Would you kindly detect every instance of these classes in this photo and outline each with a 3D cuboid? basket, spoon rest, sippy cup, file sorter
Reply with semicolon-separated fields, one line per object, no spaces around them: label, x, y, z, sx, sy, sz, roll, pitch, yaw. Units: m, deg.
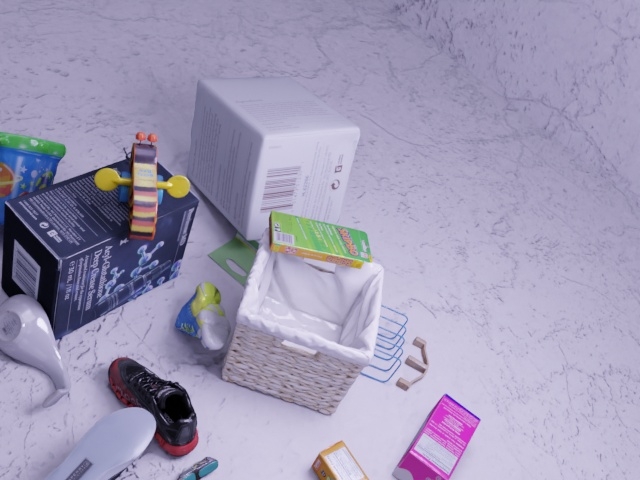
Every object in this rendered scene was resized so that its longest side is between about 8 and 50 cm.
basket;-0.045;0.195;1.784;0.328;0.266;0.331;20;42;-5
spoon rest;-0.632;0.242;1.588;0.276;0.137;0.084;52;6;19
sippy cup;-0.777;-0.151;1.810;0.240;0.224;0.305;11;3;40
file sorter;0.161;0.272;1.914;0.105;0.118;0.170;24;41;-5

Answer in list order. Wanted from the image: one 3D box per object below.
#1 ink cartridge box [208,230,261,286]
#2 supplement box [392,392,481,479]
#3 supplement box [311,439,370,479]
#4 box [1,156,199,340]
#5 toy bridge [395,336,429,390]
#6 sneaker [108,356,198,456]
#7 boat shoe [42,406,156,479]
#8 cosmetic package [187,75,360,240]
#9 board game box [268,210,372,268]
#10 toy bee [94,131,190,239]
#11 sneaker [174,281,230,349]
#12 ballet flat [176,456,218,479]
ink cartridge box;-0.179;0.025;2.063;0.171;0.056;0.235;39;41;16
supplement box;0.281;0.495;1.737;0.114;0.111;0.220;36;43;12
supplement box;0.076;0.565;1.593;0.080;0.078;0.233;-15;53;-32
box;-0.529;0.006;1.735;0.212;0.293;0.395;41;44;18
toy bridge;0.262;0.338;1.960;0.063;0.026;0.188;30;41;3
sneaker;-0.363;0.340;1.582;0.276;0.135;0.098;42;46;21
boat shoe;-0.453;0.461;1.435;0.113;0.105;0.306;35;48;6
cosmetic package;-0.151;-0.255;2.111;0.327;0.329;0.394;-12;40;-34
board game box;0.000;0.000;1.790;0.260;0.039;0.124;10;39;-14
toy bee;-0.410;-0.154;1.616;0.195;0.162;0.298;-15;55;-34
sneaker;-0.291;0.210;1.759;0.091;0.126;0.240;36;18;-26
ballet flat;-0.272;0.497;1.538;0.114;0.041;0.041;-23;59;-40
